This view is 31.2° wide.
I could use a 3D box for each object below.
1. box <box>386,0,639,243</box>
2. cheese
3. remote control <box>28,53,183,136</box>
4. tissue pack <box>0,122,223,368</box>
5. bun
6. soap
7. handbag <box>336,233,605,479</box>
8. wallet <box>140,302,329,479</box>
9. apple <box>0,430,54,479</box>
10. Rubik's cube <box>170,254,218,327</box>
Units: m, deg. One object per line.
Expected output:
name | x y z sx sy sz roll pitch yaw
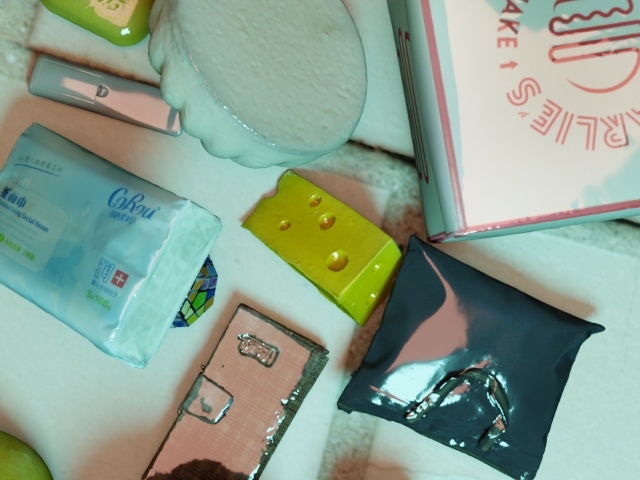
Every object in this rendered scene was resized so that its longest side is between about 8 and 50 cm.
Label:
box | 0.247 -0.169 1.191 0.314 0.300 0.312 -9 88 -2
cheese | 0.000 0.000 1.294 0.171 0.126 0.093 37 85 20
remote control | -0.242 -0.167 1.308 0.184 0.027 0.049 16 88 -3
tissue pack | -0.251 -0.002 1.210 0.263 0.089 0.177 27 87 32
bun | -0.091 -0.185 1.253 0.263 0.175 0.263 18 60 -33
soap | -0.251 -0.280 1.303 0.140 0.045 0.089 27 90 -1
handbag | 0.168 0.140 1.281 0.254 0.089 0.211 25 91 -11
wallet | -0.095 0.197 1.292 0.124 0.042 0.230 30 88 -4
apple | -0.379 0.312 1.212 0.237 0.207 0.236 2 101 12
Rubik's cube | -0.168 0.045 1.270 0.111 0.111 0.093 10 62 -2
